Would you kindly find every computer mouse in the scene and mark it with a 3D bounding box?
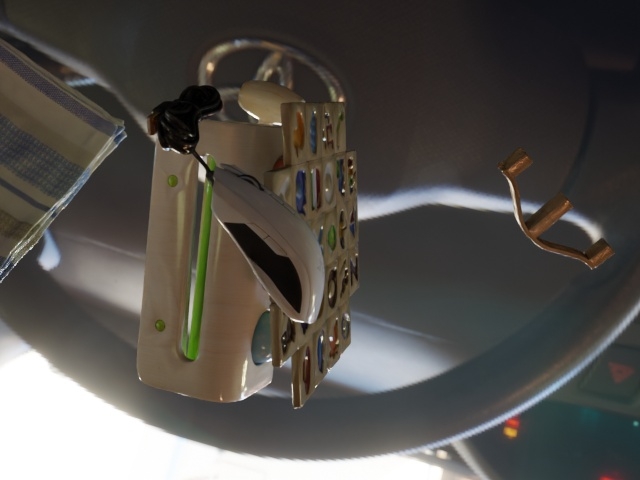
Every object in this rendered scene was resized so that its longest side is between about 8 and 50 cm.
[{"bbox_3d":[-0.047,-0.028,0.635,0.193,0.042,0.106,54,-164,-9],"label":"computer mouse"}]

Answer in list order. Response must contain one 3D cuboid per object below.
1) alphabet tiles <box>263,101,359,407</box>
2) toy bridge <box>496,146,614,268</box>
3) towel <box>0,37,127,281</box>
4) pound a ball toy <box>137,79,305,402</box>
[{"bbox_3d":[0.000,0.000,0.914,0.011,0.285,0.342,1,-171,14],"label":"alphabet tiles"},{"bbox_3d":[0.267,-0.029,1.037,0.188,0.063,0.026,42,-163,-22],"label":"toy bridge"},{"bbox_3d":[-0.380,-0.091,0.995,0.209,0.285,0.034,36,150,-7],"label":"towel"},{"bbox_3d":[-0.073,-0.012,0.934,0.135,0.319,0.208,10,-172,19],"label":"pound a ball toy"}]
